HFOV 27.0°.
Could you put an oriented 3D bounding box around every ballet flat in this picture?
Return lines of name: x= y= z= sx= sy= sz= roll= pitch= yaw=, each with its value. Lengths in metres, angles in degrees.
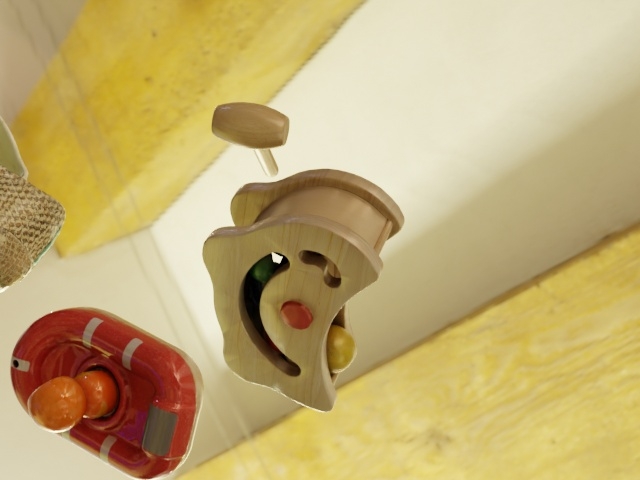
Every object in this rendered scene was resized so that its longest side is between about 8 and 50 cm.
ballet flat: x=-0.488 y=-0.141 z=1.522 sx=0.483 sy=0.182 sz=0.164 roll=41 pitch=-35 yaw=3

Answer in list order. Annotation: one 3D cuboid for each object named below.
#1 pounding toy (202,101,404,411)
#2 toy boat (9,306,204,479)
pounding toy: x=0.000 y=0.000 z=1.139 sx=0.154 sy=0.155 sz=0.269 roll=8 pitch=-50 yaw=18
toy boat: x=-0.247 y=0.163 z=1.410 sx=0.231 sy=0.151 sz=0.151 roll=22 pitch=-75 yaw=32
